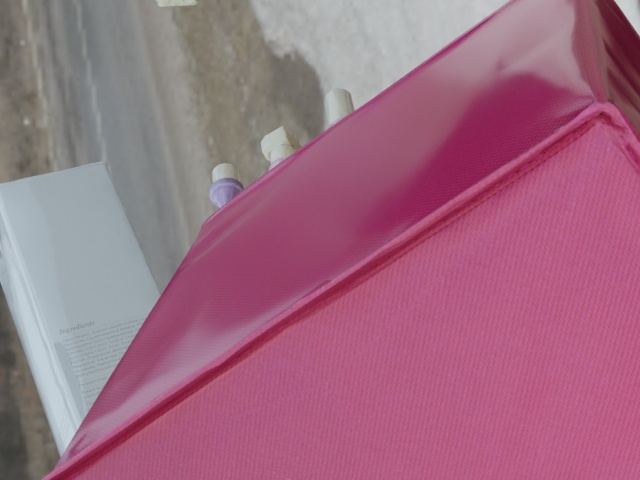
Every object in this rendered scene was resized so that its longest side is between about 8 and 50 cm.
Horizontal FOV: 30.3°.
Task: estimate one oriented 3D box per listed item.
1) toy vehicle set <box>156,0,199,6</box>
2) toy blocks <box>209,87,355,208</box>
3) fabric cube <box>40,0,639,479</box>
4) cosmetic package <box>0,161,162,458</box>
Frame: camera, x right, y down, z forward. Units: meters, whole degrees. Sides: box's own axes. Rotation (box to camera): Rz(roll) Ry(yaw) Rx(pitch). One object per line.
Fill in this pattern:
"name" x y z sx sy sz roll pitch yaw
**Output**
"toy vehicle set" -0.072 -0.315 0.866 0.035 0.267 0.166 5 135 31
"toy blocks" 0.000 0.000 1.751 0.288 0.309 0.260 46 -156 -38
"fabric cube" 0.086 0.069 0.525 0.259 0.254 0.258 52 -160 -13
"cosmetic package" -0.280 0.120 1.460 0.217 0.156 0.385 110 141 -54
